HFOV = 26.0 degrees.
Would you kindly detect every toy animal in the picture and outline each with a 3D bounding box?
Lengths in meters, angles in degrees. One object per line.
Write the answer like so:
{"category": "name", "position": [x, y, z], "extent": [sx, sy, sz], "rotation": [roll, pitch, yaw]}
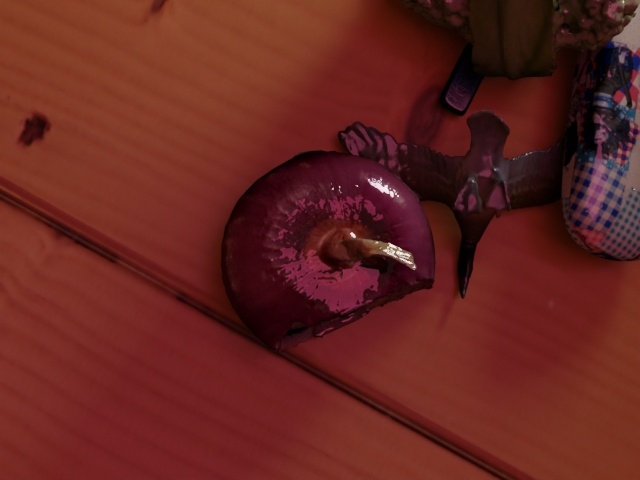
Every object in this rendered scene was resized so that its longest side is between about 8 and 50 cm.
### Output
{"category": "toy animal", "position": [0.149, -0.041, 1.437], "extent": [0.273, 0.160, 0.197], "rotation": [6, 84, -2]}

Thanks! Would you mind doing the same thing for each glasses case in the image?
{"category": "glasses case", "position": [0.332, -0.138, 1.495], "extent": [0.125, 0.076, 0.327], "rotation": [16, 76, -26]}
{"category": "glasses case", "position": [0.158, -0.176, 1.506], "extent": [0.033, 0.023, 0.083], "rotation": [27, 77, -1]}

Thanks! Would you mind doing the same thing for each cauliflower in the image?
{"category": "cauliflower", "position": [0.204, -0.299, 1.401], "extent": [0.239, 0.315, 0.256], "rotation": [-40, 65, -11]}

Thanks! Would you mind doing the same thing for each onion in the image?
{"category": "onion", "position": [0.001, 0.002, 1.386], "extent": [0.207, 0.200, 0.200], "rotation": [-31, 89, 17]}
